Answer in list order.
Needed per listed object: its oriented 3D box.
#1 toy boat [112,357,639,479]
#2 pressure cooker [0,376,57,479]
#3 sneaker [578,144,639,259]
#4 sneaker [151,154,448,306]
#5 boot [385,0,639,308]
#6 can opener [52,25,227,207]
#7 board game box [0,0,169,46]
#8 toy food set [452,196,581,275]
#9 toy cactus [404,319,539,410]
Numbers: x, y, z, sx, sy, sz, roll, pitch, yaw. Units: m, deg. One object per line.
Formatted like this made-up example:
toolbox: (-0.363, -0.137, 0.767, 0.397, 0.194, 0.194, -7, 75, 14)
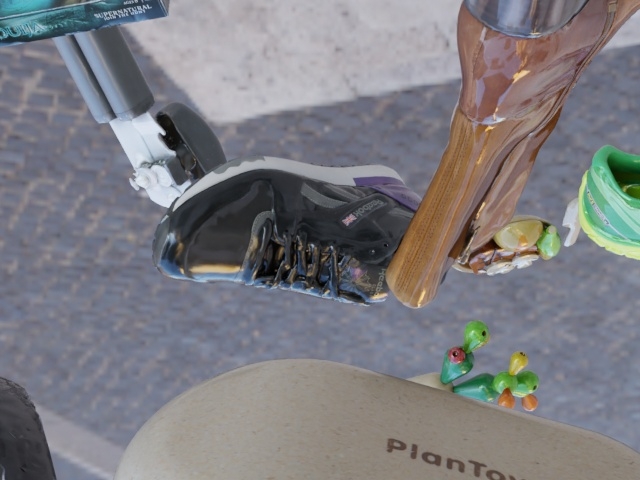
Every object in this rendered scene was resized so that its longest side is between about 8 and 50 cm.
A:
toy boat: (0.025, 0.145, 0.547, 0.231, 0.151, 0.151, 15, 114, 2)
pressure cooker: (-0.362, 0.269, 0.809, 0.420, 0.376, 0.370, -3, 173, -20)
sneaker: (0.400, -0.033, 1.405, 0.295, 0.109, 0.123, 7, 134, 20)
sneaker: (0.000, 0.000, 1.180, 0.283, 0.124, 0.107, -9, 128, -40)
boot: (0.161, -0.108, 0.921, 0.096, 0.264, 0.280, 30, 136, 18)
can opener: (-0.192, -0.152, 1.403, 0.074, 0.093, 0.280, -2, 127, 44)
board game box: (-0.154, -0.210, 0.940, 0.126, 0.186, 0.026, -9, 141, 12)
toy food set: (0.204, 0.012, 1.571, 0.192, 0.039, 0.132, -13, 155, -3)
toy cactus: (0.179, 0.194, 1.737, 0.180, 0.112, 0.219, -6, 137, 18)
